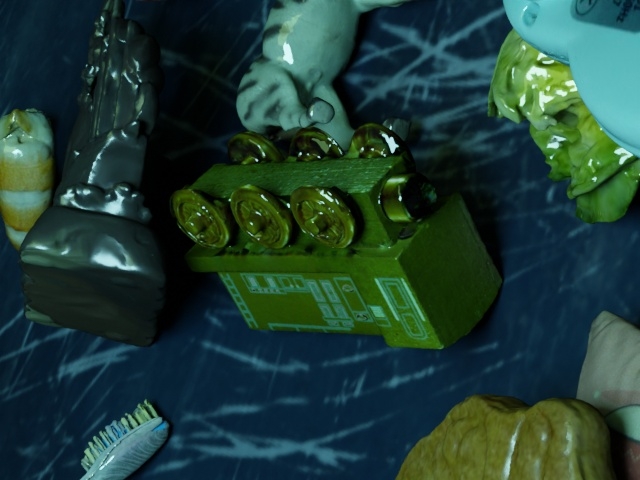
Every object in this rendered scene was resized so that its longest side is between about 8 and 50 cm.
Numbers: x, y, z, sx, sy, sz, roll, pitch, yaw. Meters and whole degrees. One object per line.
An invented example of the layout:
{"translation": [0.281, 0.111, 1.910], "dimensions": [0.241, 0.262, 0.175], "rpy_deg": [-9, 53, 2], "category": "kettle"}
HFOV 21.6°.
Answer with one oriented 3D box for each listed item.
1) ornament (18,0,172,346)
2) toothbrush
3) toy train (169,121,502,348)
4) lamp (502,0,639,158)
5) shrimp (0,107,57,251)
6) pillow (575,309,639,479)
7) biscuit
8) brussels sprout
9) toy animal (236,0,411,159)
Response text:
{"translation": [-0.151, -0.071, 1.230], "dimensions": [0.251, 0.106, 0.260], "rpy_deg": [126, 152, -73], "category": "ornament"}
{"translation": [-0.283, 0.249, 1.219], "dimensions": [0.413, 0.035, 0.042], "rpy_deg": [-36, 43, -9], "category": "toothbrush"}
{"translation": [0.000, 0.000, 1.108], "dimensions": [0.226, 0.137, 0.090], "rpy_deg": [0, 37, 47], "category": "toy train"}
{"translation": [0.205, -0.137, 0.870], "dimensions": [0.284, 0.147, 0.209], "rpy_deg": [29, 91, 37], "category": "lamp"}
{"translation": [-0.231, -0.074, 1.358], "dimensions": [0.166, 0.049, 0.161], "rpy_deg": [-91, 5, -48], "category": "shrimp"}
{"translation": [0.207, 0.154, 0.889], "dimensions": [0.236, 0.084, 0.223], "rpy_deg": [5, 84, 50], "category": "pillow"}
{"translation": [0.097, 0.216, 0.931], "dimensions": [0.273, 0.049, 0.257], "rpy_deg": [-48, 44, 49], "category": "biscuit"}
{"translation": [0.184, -0.108, 1.009], "dimensions": [0.139, 0.100, 0.181], "rpy_deg": [19, 71, 42], "category": "brussels sprout"}
{"translation": [0.014, -0.169, 1.191], "dimensions": [0.170, 0.090, 0.255], "rpy_deg": [-15, 59, 51], "category": "toy animal"}
